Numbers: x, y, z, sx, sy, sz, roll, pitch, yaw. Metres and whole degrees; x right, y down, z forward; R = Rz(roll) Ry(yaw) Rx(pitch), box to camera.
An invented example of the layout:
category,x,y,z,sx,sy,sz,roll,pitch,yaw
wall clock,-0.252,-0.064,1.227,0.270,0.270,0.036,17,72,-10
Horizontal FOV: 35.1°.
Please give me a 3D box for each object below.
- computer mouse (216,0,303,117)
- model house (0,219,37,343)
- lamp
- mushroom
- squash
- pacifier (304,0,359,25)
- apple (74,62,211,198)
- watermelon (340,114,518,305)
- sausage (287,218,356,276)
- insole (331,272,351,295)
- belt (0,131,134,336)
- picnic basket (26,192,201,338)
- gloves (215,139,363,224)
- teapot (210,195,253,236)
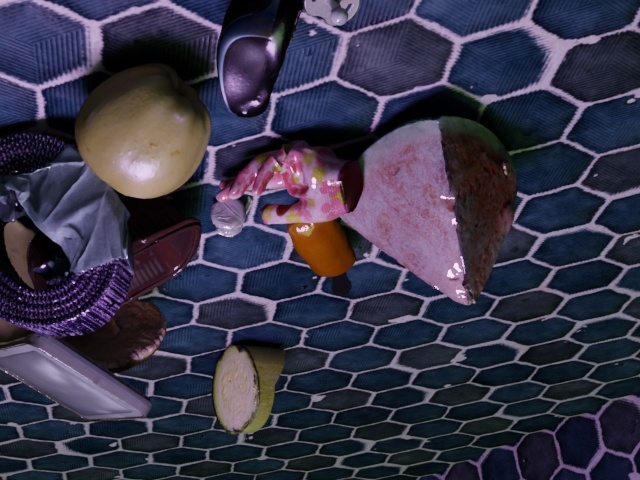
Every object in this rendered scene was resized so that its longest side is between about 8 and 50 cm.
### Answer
category,x,y,z,sx,sy,sz,roll,pitch,yaw
computer mouse,-0.087,-0.265,1.335,0.096,0.137,0.233,21,139,-5
model house,-0.652,0.071,1.683,0.266,0.261,0.321,-19,143,24
lamp,-0.470,0.253,1.861,0.266,0.047,0.269,40,149,-25
mushroom,-0.427,0.139,1.897,0.233,0.208,0.302,4,158,13
squash,-0.161,0.354,2.370,0.133,0.220,0.220,15,145,-31
pacifier,0.022,-0.314,1.347,0.083,0.064,0.068,18,125,-40
apple,-0.253,-0.153,1.451,0.200,0.200,0.200,-6,152,-3
watermelon,0.183,-0.048,1.708,0.283,0.293,0.250,14,174,-36
sausage,0.000,0.000,1.892,0.098,0.098,0.238,-14,153,11
insole,0.041,0.088,2.154,0.045,0.002,0.135,-11,152,3
belt,-0.420,-0.009,1.524,0.260,0.325,0.122,-35,163,-2
picnic basket,-0.357,0.023,1.710,0.297,0.129,0.222,-29,162,-27
gloves,-0.056,-0.097,1.681,0.241,0.126,0.145,12,166,26
teapot,-0.156,-0.045,1.810,0.083,0.064,0.064,-35,165,-16
